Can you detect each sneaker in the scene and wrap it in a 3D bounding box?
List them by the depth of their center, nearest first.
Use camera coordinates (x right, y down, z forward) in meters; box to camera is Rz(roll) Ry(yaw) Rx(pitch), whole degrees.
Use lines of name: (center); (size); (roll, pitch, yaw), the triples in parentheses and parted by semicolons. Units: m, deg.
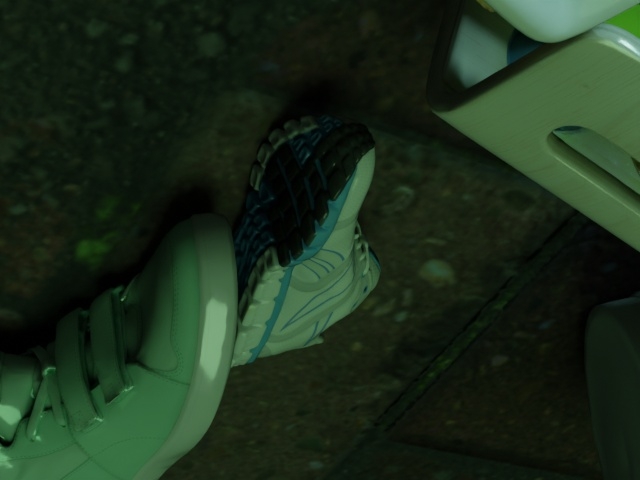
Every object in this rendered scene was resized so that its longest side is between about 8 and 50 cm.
sneaker: (0.000, 0.000, 0.789); (0.082, 0.071, 0.191); (-1, 147, -24)
sneaker: (-0.145, 0.075, 0.805); (0.151, 0.094, 0.256); (13, 132, -23)

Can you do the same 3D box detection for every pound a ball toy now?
pound a ball toy: (0.212, -0.069, 0.714); (0.319, 0.208, 0.135); (31, 147, -25)

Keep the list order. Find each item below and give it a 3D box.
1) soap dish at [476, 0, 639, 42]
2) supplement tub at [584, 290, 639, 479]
soap dish: (0.091, -0.186, 0.433); (0.229, 0.118, 0.291); (-28, 159, 19)
supplement tub: (0.332, 0.099, 0.860); (0.316, 0.228, 0.228); (-11, 139, -3)
